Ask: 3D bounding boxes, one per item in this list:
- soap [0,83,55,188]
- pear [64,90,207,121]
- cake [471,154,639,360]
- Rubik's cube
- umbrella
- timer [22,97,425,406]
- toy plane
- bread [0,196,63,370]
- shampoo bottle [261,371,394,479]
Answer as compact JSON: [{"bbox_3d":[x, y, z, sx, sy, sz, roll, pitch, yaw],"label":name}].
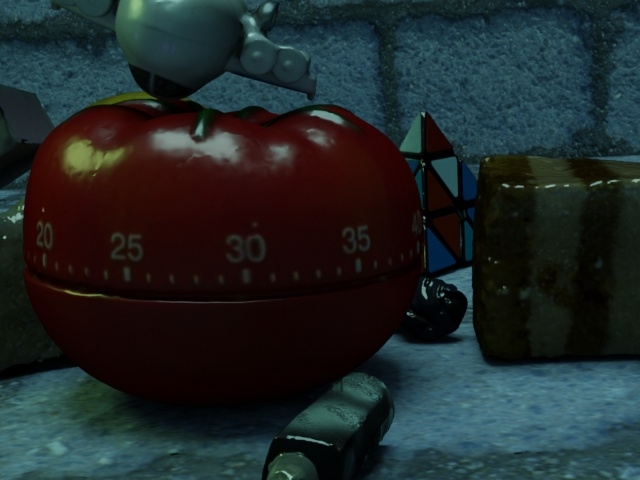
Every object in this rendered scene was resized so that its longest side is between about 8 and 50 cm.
[{"bbox_3d":[-0.494,-0.095,1.334,0.285,0.107,0.296,-32,6,1],"label":"soap"},{"bbox_3d":[-0.230,-0.048,1.362,0.314,0.314,0.314,-3,9,0],"label":"pear"},{"bbox_3d":[0.302,0.017,1.079,0.293,0.196,0.198,2,11,3],"label":"cake"},{"bbox_3d":[0.155,-0.077,1.570,0.284,0.234,0.250,0,10,13],"label":"Rubik's cube"},{"bbox_3d":[0.070,0.065,1.211,0.071,0.070,0.248,-9,12,-34],"label":"umbrella"},{"bbox_3d":[-0.090,0.004,0.994,0.378,0.279,0.378,-1,8,0],"label":"timer"},{"bbox_3d":[-0.126,-0.194,0.978,0.267,0.122,0.267,18,10,-3],"label":"toy plane"},{"bbox_3d":[-0.332,0.044,1.115,0.337,0.183,0.102,-12,6,-34],"label":"bread"},{"bbox_3d":[0.002,0.151,0.728,0.064,0.057,0.208,8,14,18],"label":"shampoo bottle"}]
